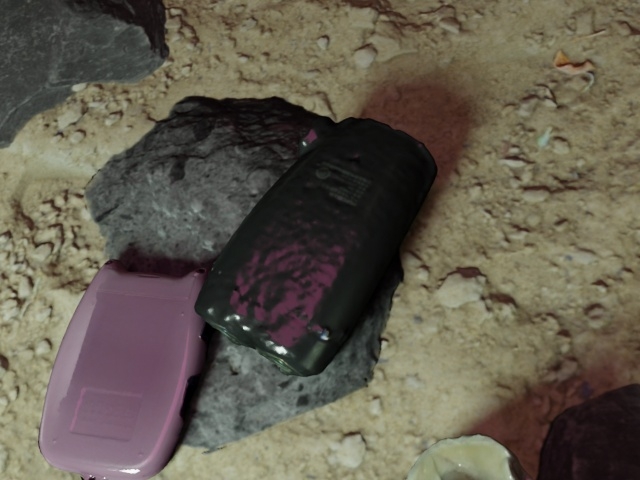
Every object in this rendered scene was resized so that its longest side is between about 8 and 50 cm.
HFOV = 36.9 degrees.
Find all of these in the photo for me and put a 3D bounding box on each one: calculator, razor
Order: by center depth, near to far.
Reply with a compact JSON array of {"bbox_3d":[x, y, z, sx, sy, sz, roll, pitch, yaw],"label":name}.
[{"bbox_3d":[-0.235,0.153,1.160,0.194,0.043,0.294,5,62,15],"label":"calculator"},{"bbox_3d":[0.000,-0.003,1.162,0.189,0.107,0.327,24,67,21],"label":"razor"}]

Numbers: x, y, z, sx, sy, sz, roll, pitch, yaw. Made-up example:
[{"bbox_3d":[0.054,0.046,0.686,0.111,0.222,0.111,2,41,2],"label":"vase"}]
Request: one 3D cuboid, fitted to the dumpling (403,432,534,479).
[{"bbox_3d":[0.111,0.327,0.919,0.227,0.175,0.243,-5,38,45],"label":"dumpling"}]
